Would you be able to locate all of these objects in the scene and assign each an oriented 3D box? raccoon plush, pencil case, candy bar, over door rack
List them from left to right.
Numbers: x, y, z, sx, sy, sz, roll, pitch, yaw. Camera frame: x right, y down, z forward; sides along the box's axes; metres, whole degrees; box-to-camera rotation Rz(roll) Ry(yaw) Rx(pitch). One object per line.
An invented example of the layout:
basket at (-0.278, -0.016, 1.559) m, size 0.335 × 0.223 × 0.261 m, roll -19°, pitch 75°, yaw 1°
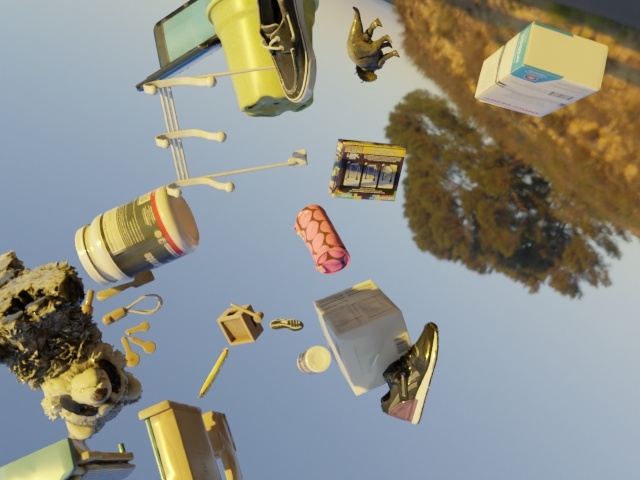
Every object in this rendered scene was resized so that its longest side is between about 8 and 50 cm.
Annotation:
raccoon plush at (-0.517, 0.190, 1.282) m, size 0.299 × 0.216 × 0.446 m, roll 64°, pitch 170°, yaw -30°
candy bar at (-0.304, 0.380, 1.809) m, size 0.018 × 0.161 × 0.040 m, roll 26°, pitch 167°, yaw 14°
over door rack at (-0.173, -0.233, 1.295) m, size 0.324 × 0.239 × 0.108 m, roll -16°, pitch -150°, yaw -19°
pencil case at (0.000, 0.000, 1.629) m, size 0.095 × 0.098 × 0.209 m, roll 60°, pitch -179°, yaw -39°

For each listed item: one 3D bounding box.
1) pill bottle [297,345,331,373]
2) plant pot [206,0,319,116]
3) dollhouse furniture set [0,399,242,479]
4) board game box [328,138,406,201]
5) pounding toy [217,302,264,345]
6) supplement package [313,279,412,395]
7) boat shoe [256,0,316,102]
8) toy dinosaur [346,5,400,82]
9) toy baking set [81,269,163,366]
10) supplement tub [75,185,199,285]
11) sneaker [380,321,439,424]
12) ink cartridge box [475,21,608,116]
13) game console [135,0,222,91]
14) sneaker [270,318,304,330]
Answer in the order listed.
pill bottle at (-0.023, 0.360, 1.890) m, size 0.078 × 0.078 × 0.137 m, roll 23°, pitch 160°, yaw -8°
plant pot at (-0.122, -0.444, 1.535) m, size 0.276 × 0.254 × 0.276 m, roll -9°, pitch 177°, yaw 0°
dollhouse furniture set at (-0.295, 0.403, 0.959) m, size 0.286 × 0.303 × 0.198 m, roll 62°, pitch -175°, yaw -68°
board game box at (0.115, -0.173, 1.567) m, size 0.170 × 0.141 × 0.048 m, roll 3°, pitch -158°, yaw -21°
pounding toy at (-0.293, 0.301, 2.479) m, size 0.181 × 0.206 × 0.094 m, roll 65°, pitch -147°, yaw -17°
supplement package at (0.126, 0.273, 1.838) m, size 0.198 × 0.199 × 0.262 m, roll -21°, pitch -160°, yaw -8°
boat shoe at (-0.064, -0.323, 0.986) m, size 0.078 × 0.219 × 0.070 m, roll 4°, pitch -159°, yaw 43°
toy dinosaur at (0.156, -0.626, 2.078) m, size 0.313 × 0.160 × 0.121 m, roll 41°, pitch -159°, yaw -59°
toy baking set at (-0.491, 0.194, 1.540) m, size 0.197 × 0.256 × 0.030 m, roll 6°, pitch 170°, yaw -6°
supplement tub at (-0.475, -0.010, 1.658) m, size 0.191 × 0.272 × 0.191 m, roll -24°, pitch -90°, yaw -84°
sneaker at (0.232, 0.345, 1.674) m, size 0.124 × 0.283 × 0.107 m, roll 14°, pitch -170°, yaw 6°
ink cartridge box at (0.396, -0.305, 1.157) m, size 0.148 × 0.086 × 0.203 m, roll 14°, pitch 176°, yaw -9°
game console at (-0.410, -0.587, 1.823) m, size 0.173 × 0.293 × 0.250 m, roll 60°, pitch -149°, yaw -15°
sneaker at (-0.108, 0.271, 2.064) m, size 0.109 × 0.040 × 0.044 m, roll 5°, pitch -173°, yaw 2°
